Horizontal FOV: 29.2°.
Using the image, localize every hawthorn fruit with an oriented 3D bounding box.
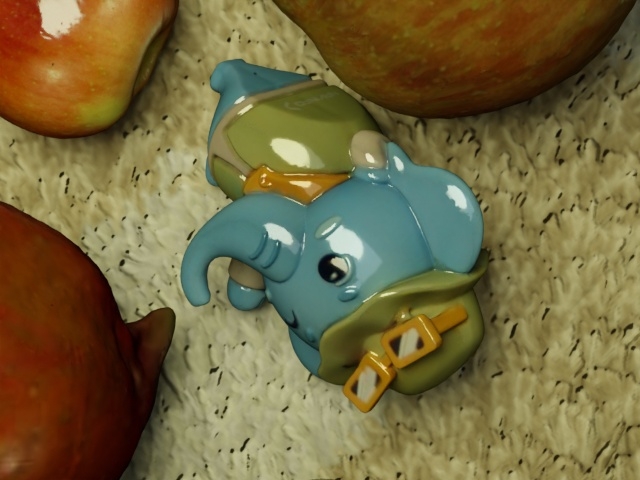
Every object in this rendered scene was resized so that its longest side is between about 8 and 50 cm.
[{"bbox_3d":[-0.270,0.100,0.793,0.311,0.295,0.295,27,87,-18],"label":"hawthorn fruit"}]

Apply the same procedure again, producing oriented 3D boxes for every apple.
[{"bbox_3d":[-0.181,-0.153,0.857,0.139,0.163,0.163,26,87,-2],"label":"apple"},{"bbox_3d":[0.058,-0.215,0.793,0.309,0.277,0.250,30,104,20],"label":"apple"}]

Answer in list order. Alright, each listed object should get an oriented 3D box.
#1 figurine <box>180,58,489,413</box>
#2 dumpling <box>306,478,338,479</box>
[{"bbox_3d":[0.003,-0.002,0.852,0.262,0.154,0.180,39,97,23],"label":"figurine"},{"bbox_3d":[0.004,0.227,0.826,0.199,0.118,0.136,-5,90,8],"label":"dumpling"}]
